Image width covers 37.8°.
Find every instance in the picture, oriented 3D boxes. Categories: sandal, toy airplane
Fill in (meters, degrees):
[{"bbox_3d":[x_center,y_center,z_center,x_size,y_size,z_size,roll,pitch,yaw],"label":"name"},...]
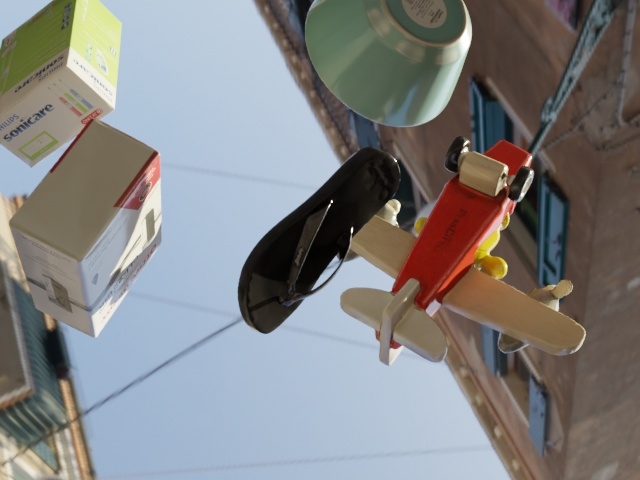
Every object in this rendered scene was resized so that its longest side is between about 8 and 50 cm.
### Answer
[{"bbox_3d":[0.000,-0.001,1.054,0.254,0.097,0.054,-51,-137,-4],"label":"sandal"},{"bbox_3d":[0.207,0.049,1.554,0.384,0.272,0.386,-16,-114,6],"label":"toy airplane"}]

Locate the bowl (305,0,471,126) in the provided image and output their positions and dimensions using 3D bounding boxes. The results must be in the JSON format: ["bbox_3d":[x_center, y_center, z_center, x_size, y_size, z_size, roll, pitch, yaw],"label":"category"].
[{"bbox_3d":[0.144,-0.377,1.667,0.311,0.163,0.312,10,-116,-22],"label":"bowl"}]

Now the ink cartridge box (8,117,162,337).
[{"bbox_3d":[-0.323,-0.009,1.331,0.114,0.273,0.197,28,-118,5],"label":"ink cartridge box"}]

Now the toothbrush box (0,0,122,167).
[{"bbox_3d":[-0.477,-0.302,1.681,0.206,0.122,0.283,-30,-140,19],"label":"toothbrush box"}]
